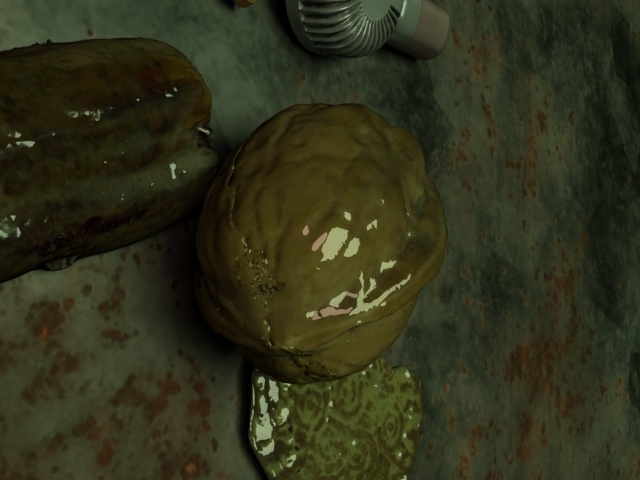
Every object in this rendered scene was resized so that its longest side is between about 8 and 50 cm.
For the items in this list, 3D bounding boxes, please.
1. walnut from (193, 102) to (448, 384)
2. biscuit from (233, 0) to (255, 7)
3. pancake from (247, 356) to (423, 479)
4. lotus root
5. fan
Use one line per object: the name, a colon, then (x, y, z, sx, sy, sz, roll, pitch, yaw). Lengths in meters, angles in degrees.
walnut: (0.000, 0.000, 0.654, 0.198, 0.198, 0.245, 55, 35, -25)
biscuit: (-0.098, -0.291, 0.710, 0.250, 0.035, 0.162, 10, 73, -50)
pancake: (0.017, 0.152, 0.766, 0.212, 0.029, 0.235, -37, 110, -41)
lotus root: (-0.184, -0.059, 0.554, 0.329, 0.078, 0.167, -28, 102, -45)
fan: (0.058, -0.236, 0.838, 0.244, 0.074, 0.130, 8, 97, -54)
